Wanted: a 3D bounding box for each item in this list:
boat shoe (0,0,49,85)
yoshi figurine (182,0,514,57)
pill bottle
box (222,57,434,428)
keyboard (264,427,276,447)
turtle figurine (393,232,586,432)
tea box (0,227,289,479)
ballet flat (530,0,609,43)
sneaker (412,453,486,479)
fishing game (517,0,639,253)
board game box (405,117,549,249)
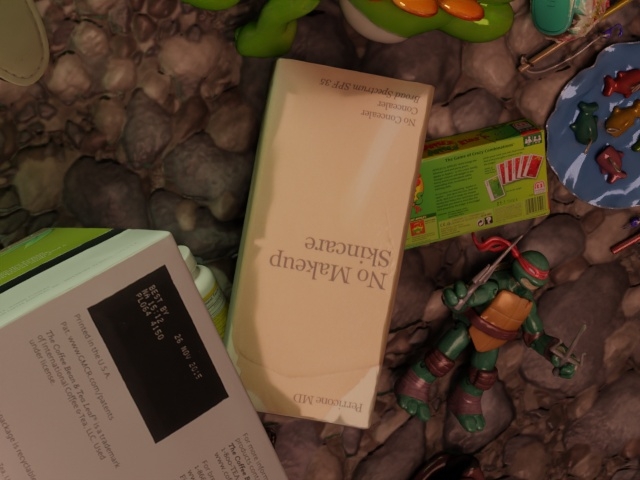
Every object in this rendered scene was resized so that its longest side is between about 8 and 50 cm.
[{"bbox_3d":[-0.316,-0.219,1.066,0.227,0.069,0.081,52,57,-29],"label":"boat shoe"},{"bbox_3d":[-0.006,-0.261,1.110,0.362,0.203,0.203,15,67,-7],"label":"yoshi figurine"},{"bbox_3d":[-0.122,0.064,1.243,0.065,0.065,0.116,-28,117,-4],"label":"pill bottle"},{"bbox_3d":[0.000,0.000,1.169,0.148,0.121,0.311,8,96,-5],"label":"box"},{"bbox_3d":[-0.096,0.232,1.347,0.108,0.023,0.180,-10,116,-5],"label":"keyboard"},{"bbox_3d":[0.181,0.090,1.316,0.175,0.118,0.234,26,117,-14],"label":"turtle figurine"},{"bbox_3d":[-0.202,0.179,1.065,0.220,0.323,0.329,-30,104,-24],"label":"tea box"},{"bbox_3d":[0.242,-0.304,1.197,0.077,0.091,0.240,-20,126,-42],"label":"ballet flat"},{"bbox_3d":[0.204,0.305,1.422,0.281,0.106,0.162,-8,111,-12],"label":"sneaker"},{"bbox_3d":[0.323,-0.114,1.314,0.189,0.041,0.264,-29,117,0],"label":"fishing game"},{"bbox_3d":[0.133,-0.054,1.280,0.181,0.043,0.092,-14,115,-11],"label":"board game box"}]
